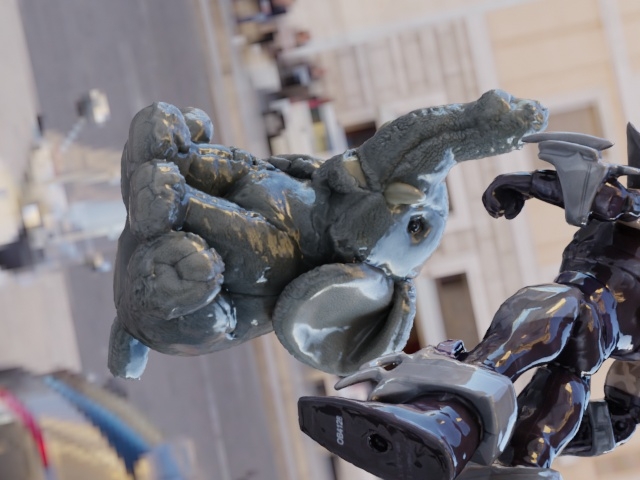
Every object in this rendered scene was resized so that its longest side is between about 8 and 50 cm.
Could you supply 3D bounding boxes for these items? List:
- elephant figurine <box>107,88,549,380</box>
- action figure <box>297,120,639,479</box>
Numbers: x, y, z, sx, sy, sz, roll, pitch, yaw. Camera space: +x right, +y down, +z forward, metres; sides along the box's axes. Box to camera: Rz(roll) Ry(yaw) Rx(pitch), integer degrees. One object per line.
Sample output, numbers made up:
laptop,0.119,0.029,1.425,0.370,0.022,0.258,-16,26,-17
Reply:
elephant figurine,0.000,0.000,1.171,0.186,0.239,0.169,156,-65,-77
action figure,0.112,0.048,0.924,0.285,0.099,0.185,-40,124,-46
